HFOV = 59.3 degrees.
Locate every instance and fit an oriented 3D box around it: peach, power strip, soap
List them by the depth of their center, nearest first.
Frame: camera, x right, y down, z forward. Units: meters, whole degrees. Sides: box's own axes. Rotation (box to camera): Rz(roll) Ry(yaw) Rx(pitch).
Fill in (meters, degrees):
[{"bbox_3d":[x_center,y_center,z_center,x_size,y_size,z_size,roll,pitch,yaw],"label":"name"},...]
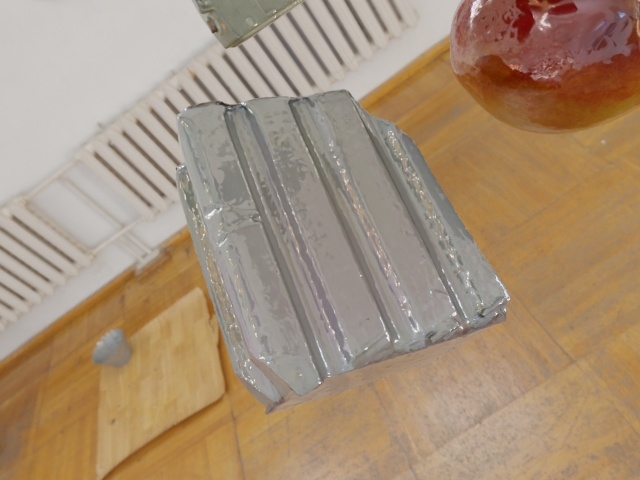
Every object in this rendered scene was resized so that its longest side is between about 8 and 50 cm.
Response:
[{"bbox_3d":[-0.024,-0.304,0.609,0.272,0.078,0.052,-42,20,-19],"label":"power strip"},{"bbox_3d":[0.352,-0.296,0.808,0.308,0.308,0.332,-41,13,0],"label":"peach"},{"bbox_3d":[0.000,0.000,0.833,0.351,0.213,0.434,-16,68,-21],"label":"soap"}]
